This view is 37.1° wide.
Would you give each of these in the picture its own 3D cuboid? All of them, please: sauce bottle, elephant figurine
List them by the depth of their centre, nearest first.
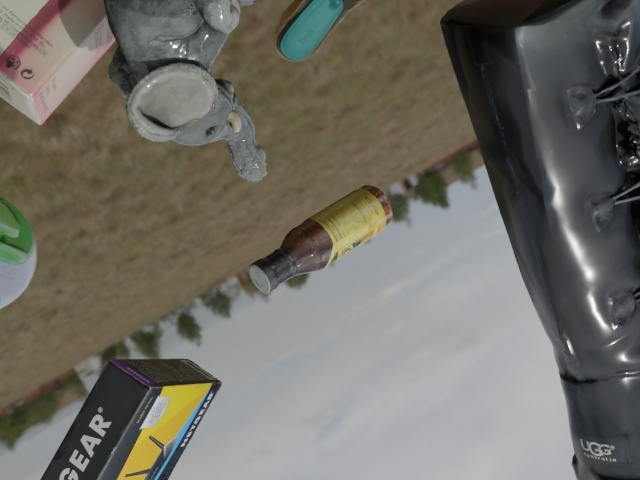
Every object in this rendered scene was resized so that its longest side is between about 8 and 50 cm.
[{"bbox_3d":[0.000,0.000,0.750,0.128,0.042,0.042,-32,180,-27],"label":"sauce bottle"},{"bbox_3d":[-0.154,-0.174,1.037,0.169,0.186,0.239,-48,151,-63],"label":"elephant figurine"}]

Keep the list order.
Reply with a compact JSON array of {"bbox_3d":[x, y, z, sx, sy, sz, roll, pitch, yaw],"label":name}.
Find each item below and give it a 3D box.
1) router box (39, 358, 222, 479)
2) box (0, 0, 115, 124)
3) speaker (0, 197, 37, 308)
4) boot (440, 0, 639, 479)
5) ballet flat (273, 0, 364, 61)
[{"bbox_3d":[-0.163,0.180,0.760,0.179,0.046,0.133,-60,161,3],"label":"router box"},{"bbox_3d":[-0.314,-0.275,1.139,0.232,0.127,0.148,-52,-174,-12],"label":"box"},{"bbox_3d":[-0.342,-0.003,0.825,0.131,0.131,0.296,-30,172,-3],"label":"speaker"},{"bbox_3d":[0.301,-0.043,0.829,0.367,0.445,0.146,-34,-159,-36],"label":"boot"},{"bbox_3d":[0.023,-0.317,1.157,0.232,0.080,0.073,-40,-149,25],"label":"ballet flat"}]
